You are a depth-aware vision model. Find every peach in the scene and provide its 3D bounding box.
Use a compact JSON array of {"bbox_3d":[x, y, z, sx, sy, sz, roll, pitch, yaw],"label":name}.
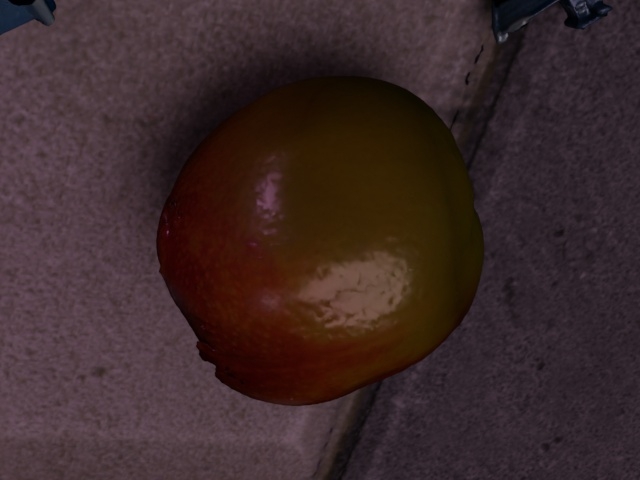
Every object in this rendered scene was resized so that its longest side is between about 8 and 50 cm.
[{"bbox_3d":[0.000,0.000,0.814,0.231,0.231,0.231,-10,126,-13],"label":"peach"}]

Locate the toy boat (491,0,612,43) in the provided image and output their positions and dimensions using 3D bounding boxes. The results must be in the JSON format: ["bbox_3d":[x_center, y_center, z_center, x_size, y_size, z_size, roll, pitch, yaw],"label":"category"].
[{"bbox_3d":[0.185,-0.185,0.851,0.137,0.060,0.061,-25,107,-6],"label":"toy boat"}]

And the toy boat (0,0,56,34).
[{"bbox_3d":[-0.209,-0.233,0.658,0.098,0.109,0.238,-40,133,-15],"label":"toy boat"}]
